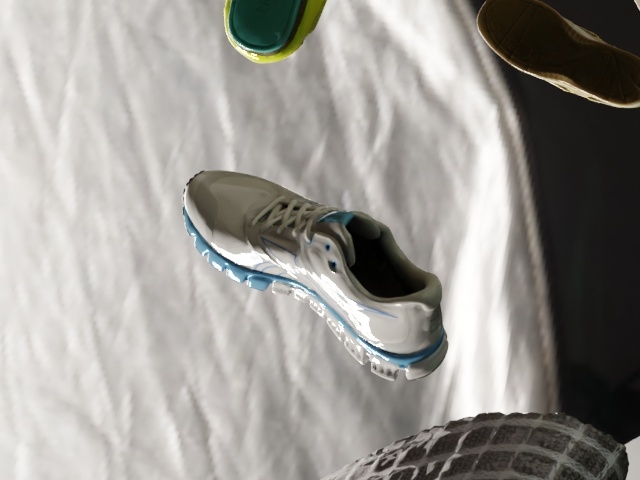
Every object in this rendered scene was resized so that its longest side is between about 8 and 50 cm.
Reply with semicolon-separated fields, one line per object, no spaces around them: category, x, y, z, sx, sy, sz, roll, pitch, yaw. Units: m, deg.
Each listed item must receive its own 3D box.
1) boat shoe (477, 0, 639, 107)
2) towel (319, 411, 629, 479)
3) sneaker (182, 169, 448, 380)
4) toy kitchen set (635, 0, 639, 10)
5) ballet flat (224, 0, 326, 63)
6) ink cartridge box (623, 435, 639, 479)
boat shoe;0.169;-0.126;1.263;0.135;0.050;0.045;34;-177;23
towel;-0.014;0.193;0.776;0.283;0.235;0.121;-21;109;40
sneaker;0.000;0.000;1.082;0.190;0.071;0.083;31;146;19
toy kitchen set;0.350;-0.153;1.307;0.122;0.207;0.166;-9;159;-45
ballet flat;-0.003;-0.224;1.174;0.077;0.077;0.231;23;102;16
ink cartridge box;0.395;0.159;1.450;0.165;0.065;0.332;19;146;-20
